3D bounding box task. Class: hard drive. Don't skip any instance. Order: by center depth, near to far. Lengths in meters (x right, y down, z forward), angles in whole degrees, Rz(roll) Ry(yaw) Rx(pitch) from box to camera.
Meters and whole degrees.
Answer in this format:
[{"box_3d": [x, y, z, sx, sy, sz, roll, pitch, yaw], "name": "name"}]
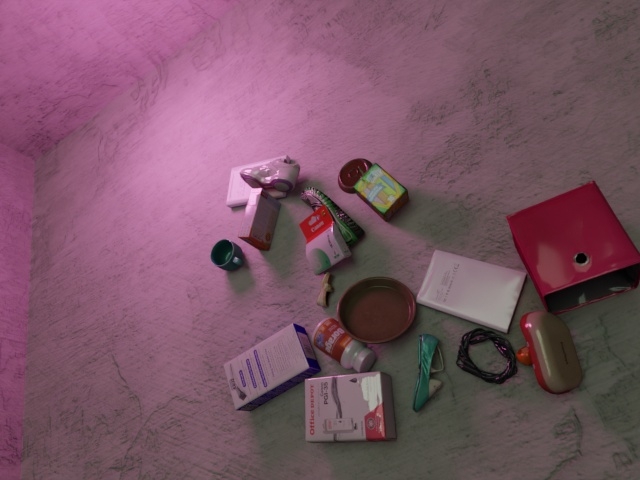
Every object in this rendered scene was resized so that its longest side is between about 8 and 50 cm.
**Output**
[{"box_3d": [0.496, 0.162, 1.507, 0.307, 0.040, 0.203, 16, 77, 33], "name": "hard drive"}, {"box_3d": [-0.296, -0.277, 2.145, 0.318, 0.040, 0.211, -8, 65, 26], "name": "hard drive"}]

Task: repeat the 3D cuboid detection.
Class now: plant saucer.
[{"box_3d": [0.196, 0.245, 1.584, 0.277, 0.041, 0.278, -9, 45, 9], "name": "plant saucer"}, {"box_3d": [0.144, -0.278, 1.909, 0.168, 0.029, 0.169, -12, 64, 25], "name": "plant saucer"}]

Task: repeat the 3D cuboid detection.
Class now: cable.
[{"box_3d": [0.522, 0.358, 1.407, 0.184, 0.047, 0.151, 17, 73, 38], "name": "cable"}]

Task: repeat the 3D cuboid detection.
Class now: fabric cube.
[{"box_3d": [0.722, 0.034, 1.305, 0.254, 0.259, 0.258, -24, 59, 19], "name": "fabric cube"}]

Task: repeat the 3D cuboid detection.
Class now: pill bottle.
[{"box_3d": [0.083, 0.372, 1.593, 0.216, 0.121, 0.121, 28, 84, 35], "name": "pill bottle"}]

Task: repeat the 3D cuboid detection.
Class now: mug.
[{"box_3d": [-0.405, 0.080, 2.011, 0.129, 0.097, 0.158, -34, 57, 11], "name": "mug"}]

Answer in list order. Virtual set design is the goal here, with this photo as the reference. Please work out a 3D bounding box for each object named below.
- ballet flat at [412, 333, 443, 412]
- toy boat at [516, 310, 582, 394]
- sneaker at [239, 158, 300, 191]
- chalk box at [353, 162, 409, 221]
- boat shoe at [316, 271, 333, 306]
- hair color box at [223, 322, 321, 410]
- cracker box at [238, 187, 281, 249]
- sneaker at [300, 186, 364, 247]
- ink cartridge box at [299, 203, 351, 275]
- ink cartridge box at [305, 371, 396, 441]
[{"box_3d": [0.347, 0.425, 1.451, 0.087, 0.083, 0.248, 4, 72, 16], "name": "ballet flat"}, {"box_3d": [0.635, 0.324, 1.310, 0.151, 0.150, 0.231, -35, 59, 55], "name": "toy boat"}, {"box_3d": [-0.222, -0.297, 2.038, 0.304, 0.114, 0.152, 9, 60, 28], "name": "sneaker"}, {"box_3d": [0.214, -0.197, 1.733, 0.213, 0.132, 0.132, 44, 93, 17], "name": "chalk box"}, {"box_3d": [0.027, 0.191, 1.754, 0.045, 0.050, 0.136, 11, 84, 29], "name": "boat shoe"}, {"box_3d": [-0.186, 0.480, 1.705, 0.338, 0.110, 0.185, -32, 58, 11], "name": "hair color box"}, {"box_3d": [-0.263, -0.091, 1.973, 0.067, 0.155, 0.233, 2, 69, 30], "name": "cracker box"}, {"box_3d": [0.017, -0.092, 1.832, 0.146, 0.134, 0.343, -46, 55, 5], "name": "sneaker"}, {"box_3d": [0.000, 0.000, 1.760, 0.181, 0.056, 0.225, -36, 80, 42], "name": "ink cartridge box"}, {"box_3d": [0.094, 0.558, 1.505, 0.282, 0.117, 0.208, -14, 63, 23], "name": "ink cartridge box"}]
